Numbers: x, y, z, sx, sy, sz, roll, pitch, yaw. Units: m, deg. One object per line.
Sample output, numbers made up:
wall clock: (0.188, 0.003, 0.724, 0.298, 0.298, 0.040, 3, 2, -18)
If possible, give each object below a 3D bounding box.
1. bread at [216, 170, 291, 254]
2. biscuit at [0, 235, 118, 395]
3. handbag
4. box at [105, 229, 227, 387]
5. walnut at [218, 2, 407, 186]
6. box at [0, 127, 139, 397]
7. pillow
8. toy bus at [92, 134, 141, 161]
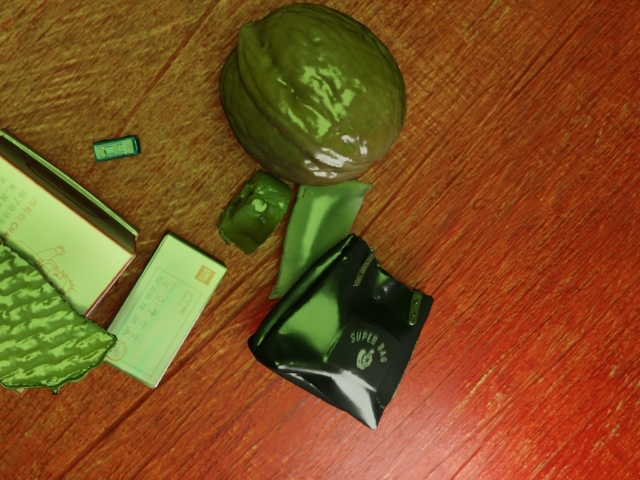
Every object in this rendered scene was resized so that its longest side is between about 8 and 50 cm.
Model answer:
bread: (-0.116, -0.047, 1.811, 0.103, 0.110, 0.156, 28, 92, -18)
biscuit: (-0.464, 0.127, 1.497, 0.187, 0.036, 0.273, -44, 105, -3)
handbag: (0.064, 0.166, 1.828, 0.342, 0.152, 0.288, 37, 80, -37)
box: (-0.296, 0.125, 1.812, 0.135, 0.079, 0.269, 31, 91, -11)
walnut: (-0.017, -0.253, 1.717, 0.333, 0.333, 0.332, -1, 97, -10)
box: (-0.514, 0.028, 1.647, 0.312, 0.300, 0.314, 39, 89, -13)
pillow: (0.001, 0.001, 1.851, 0.144, 0.078, 0.253, 11, 96, -18)
toy bus: (-0.367, -0.166, 1.781, 0.083, 0.046, 0.038, -11, 99, -8)
